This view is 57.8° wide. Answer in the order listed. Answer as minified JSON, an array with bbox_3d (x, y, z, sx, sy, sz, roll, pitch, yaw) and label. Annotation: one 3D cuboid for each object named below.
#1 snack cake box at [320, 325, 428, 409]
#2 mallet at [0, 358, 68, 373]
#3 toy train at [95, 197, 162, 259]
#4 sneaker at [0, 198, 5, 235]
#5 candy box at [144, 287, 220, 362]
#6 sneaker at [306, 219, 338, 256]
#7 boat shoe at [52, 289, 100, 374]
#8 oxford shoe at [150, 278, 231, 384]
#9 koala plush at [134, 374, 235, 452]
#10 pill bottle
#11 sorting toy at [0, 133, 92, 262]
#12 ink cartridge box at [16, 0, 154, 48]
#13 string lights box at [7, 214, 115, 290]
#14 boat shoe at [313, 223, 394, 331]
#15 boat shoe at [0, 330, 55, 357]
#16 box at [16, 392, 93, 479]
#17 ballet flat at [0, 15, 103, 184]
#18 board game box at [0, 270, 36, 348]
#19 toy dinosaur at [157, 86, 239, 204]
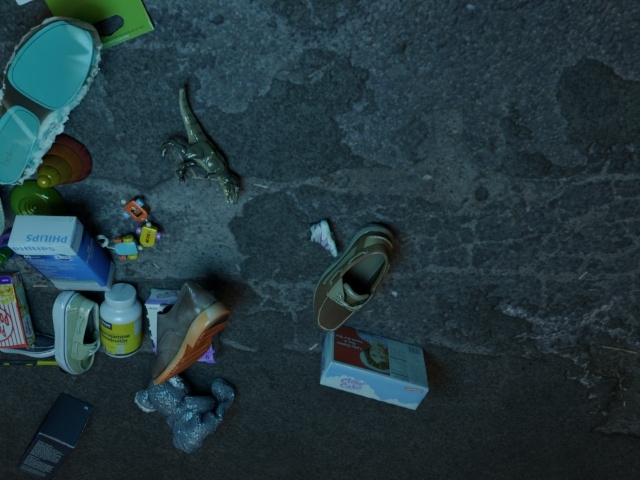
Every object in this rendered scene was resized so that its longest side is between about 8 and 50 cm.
[{"bbox_3d":[0.137,0.326,1.507,0.265,0.152,0.089,18,123,-8],"label":"snack cake box"},{"bbox_3d":[-0.761,0.327,1.579,0.190,0.039,0.062,16,127,-39],"label":"mallet"},{"bbox_3d":[-0.444,-0.030,1.368,0.166,0.046,0.125,-40,112,21],"label":"toy train"},{"bbox_3d":[-0.774,-0.158,1.226,0.148,0.131,0.349,10,107,6],"label":"sneaker"},{"bbox_3d":[-0.356,0.223,1.511,0.165,0.070,0.196,2,123,2],"label":"candy box"},{"bbox_3d":[0.000,0.000,1.371,0.069,0.038,0.098,-14,112,14],"label":"sneaker"},{"bbox_3d":[-0.621,0.255,1.500,0.094,0.109,0.302,20,133,9],"label":"boat shoe"},{"bbox_3d":[-0.344,0.229,1.424,0.132,0.130,0.363,48,125,11],"label":"oxford shoe"},{"bbox_3d":[-0.388,0.448,1.605,0.221,0.203,0.196,45,115,-10],"label":"koala plush"},{"bbox_3d":[-0.510,0.203,1.487,0.103,0.103,0.184,9,123,-3],"label":"pill bottle"},{"bbox_3d":[-0.648,-0.070,1.302,0.127,0.126,0.365,34,118,-18],"label":"sorting toy"},{"bbox_3d":[-0.449,-0.467,1.049,0.189,0.097,0.255,-16,120,13],"label":"ink cartridge box"},{"bbox_3d":[-0.579,0.036,1.324,0.134,0.076,0.259,2,154,1],"label":"string lights box"},{"bbox_3d":[0.069,0.108,1.388,0.123,0.116,0.324,20,122,-10],"label":"boat shoe"},{"bbox_3d":[-0.787,0.262,1.561,0.184,0.065,0.083,2,122,2],"label":"boat shoe"},{"bbox_3d":[-0.785,0.582,1.720,0.108,0.153,0.207,31,118,-16],"label":"box"},{"bbox_3d":[-0.558,-0.286,1.152,0.147,0.147,0.409,37,115,-19],"label":"ballet flat"},{"bbox_3d":[-0.828,0.181,1.488,0.147,0.045,0.193,-5,104,6],"label":"board game box"},{"bbox_3d":[-0.274,-0.187,1.249,0.118,0.064,0.268,-23,117,9],"label":"toy dinosaur"}]
